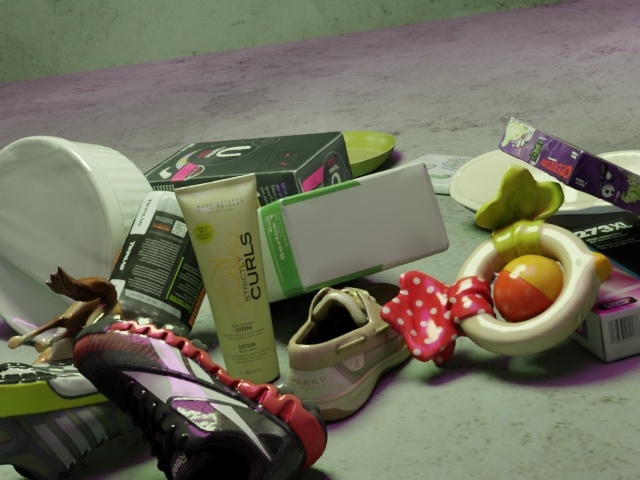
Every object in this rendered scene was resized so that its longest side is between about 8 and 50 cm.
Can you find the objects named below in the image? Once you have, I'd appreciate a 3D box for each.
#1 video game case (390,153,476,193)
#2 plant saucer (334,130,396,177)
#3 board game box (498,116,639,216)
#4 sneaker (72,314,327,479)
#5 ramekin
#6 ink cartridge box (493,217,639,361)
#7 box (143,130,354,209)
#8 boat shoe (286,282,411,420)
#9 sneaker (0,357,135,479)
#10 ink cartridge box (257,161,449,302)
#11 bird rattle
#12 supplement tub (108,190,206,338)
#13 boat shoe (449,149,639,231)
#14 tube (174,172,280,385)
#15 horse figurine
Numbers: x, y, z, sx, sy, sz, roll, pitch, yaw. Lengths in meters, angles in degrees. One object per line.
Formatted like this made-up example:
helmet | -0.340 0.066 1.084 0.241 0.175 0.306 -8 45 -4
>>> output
video game case | 0.188 -0.107 2.450 0.157 0.019 0.143 8 24 43
plant saucer | 0.012 -0.137 2.599 0.241 0.037 0.241 -9 18 3
board game box | 0.398 -0.045 1.809 0.347 0.056 0.208 22 12 -20
sneaker | -0.136 0.170 1.499 0.276 0.097 0.135 26 47 11
ramekin | -0.322 -0.005 2.002 0.273 0.272 0.127 5 10 37
ink cartridge box | 0.334 0.043 1.843 0.176 0.069 0.371 -14 16 -13
box | -0.102 -0.058 2.196 0.270 0.143 0.165 -3 22 28
boat shoe | 0.036 0.100 1.741 0.109 0.098 0.302 -2 19 22
sneaker | -0.268 0.191 1.605 0.300 0.121 0.111 2 8 -37
ink cartridge box | 0.000 0.000 1.905 0.201 0.117 0.278 -16 -1 -24
bird rattle | 0.202 0.046 1.693 0.253 0.143 0.207 -42 41 -18
supplement tub | -0.194 0.046 1.861 0.117 0.190 0.117 19 -17 6
boat shoe | 0.332 -0.061 2.111 0.324 0.097 0.116 0 60 36
tube | -0.098 0.047 1.740 0.062 0.240 0.070 6 22 45
horse figurine | -0.290 0.118 1.733 0.066 0.263 0.174 47 42 14
